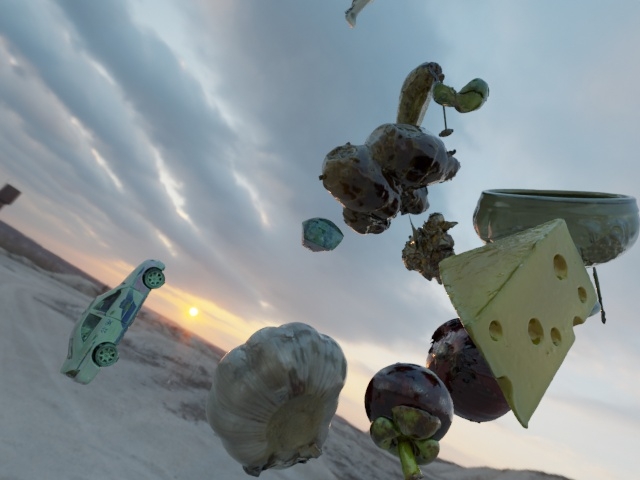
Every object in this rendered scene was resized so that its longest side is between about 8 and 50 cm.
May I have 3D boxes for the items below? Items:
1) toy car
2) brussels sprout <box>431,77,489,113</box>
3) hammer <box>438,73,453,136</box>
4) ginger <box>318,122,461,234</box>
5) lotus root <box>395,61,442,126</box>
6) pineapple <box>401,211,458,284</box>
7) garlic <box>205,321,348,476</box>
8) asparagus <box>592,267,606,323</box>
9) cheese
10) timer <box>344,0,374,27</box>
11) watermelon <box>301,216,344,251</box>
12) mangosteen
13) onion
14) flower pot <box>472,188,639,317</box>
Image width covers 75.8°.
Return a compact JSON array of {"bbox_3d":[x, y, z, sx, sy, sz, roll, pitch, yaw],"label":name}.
[{"bbox_3d":[-0.340,0.120,0.673,0.076,0.224,0.090,37,-29,-25],"label":"toy car"},{"bbox_3d":[0.210,-0.219,0.624,0.084,0.050,0.046,6,-33,26],"label":"brussels sprout"},{"bbox_3d":[0.215,-0.233,0.716,0.014,0.029,0.122,-111,178,-45],"label":"hammer"},{"bbox_3d":[0.184,-0.154,1.029,0.274,0.358,0.152,66,-10,-28],"label":"ginger"},{"bbox_3d":[0.277,-0.411,1.224,0.097,0.110,0.258,32,-41,17],"label":"lotus root"},{"bbox_3d":[0.362,0.057,1.365,0.159,0.161,0.334,-7,-42,-4],"label":"pineapple"},{"bbox_3d":[-0.090,0.324,0.887,0.241,0.321,0.322,9,-29,36],"label":"garlic"},{"bbox_3d":[0.776,0.149,1.146,0.016,0.165,0.013,-3,-11,-9],"label":"asparagus"},{"bbox_3d":[0.164,0.067,0.355,0.126,0.171,0.093,-24,-83,33],"label":"cheese"},{"bbox_3d":[0.157,-0.486,0.713,0.266,0.175,0.175,-20,-47,27],"label":"timer"},{"bbox_3d":[0.005,-0.003,0.857,0.092,0.085,0.072,57,-17,38],"label":"watermelon"},{"bbox_3d":[0.132,0.291,0.677,0.146,0.181,0.155,12,-46,34],"label":"mangosteen"},{"bbox_3d":[0.414,0.339,1.096,0.277,0.276,0.276,27,-20,11],"label":"onion"},{"bbox_3d":[0.473,0.020,0.852,0.308,0.243,0.307,0,11,0],"label":"flower pot"}]
